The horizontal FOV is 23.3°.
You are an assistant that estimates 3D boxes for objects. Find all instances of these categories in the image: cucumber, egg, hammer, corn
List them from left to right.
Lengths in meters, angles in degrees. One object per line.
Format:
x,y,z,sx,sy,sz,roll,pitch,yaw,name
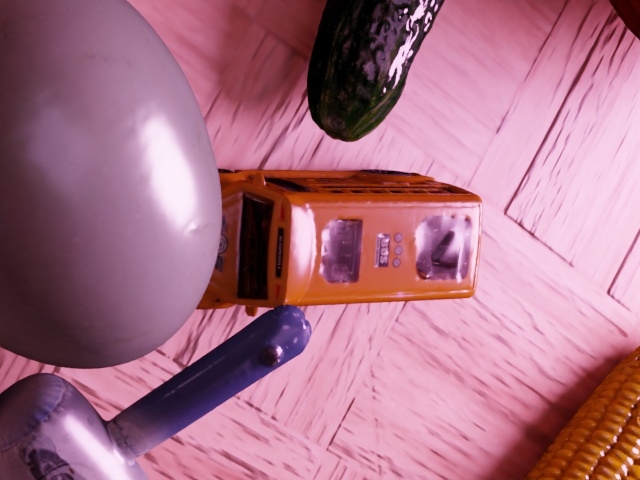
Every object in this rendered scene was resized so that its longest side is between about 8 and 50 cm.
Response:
-0.139,-0.037,0.777,0.168,0.168,0.231,-38,120,-22,egg
-0.090,0.094,0.866,0.194,0.069,0.116,-33,118,1,hammer
0.050,-0.173,0.937,0.074,0.074,0.241,27,85,-34,cucumber
0.191,0.176,1.082,0.313,0.102,0.102,-49,121,-17,corn

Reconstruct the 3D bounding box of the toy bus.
0.000,0.000,0.926,0.194,0.088,0.083,-2,99,-33,toy bus

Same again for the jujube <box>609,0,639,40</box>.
0.288,-0.233,0.961,0.377,0.276,0.276,44,75,-33,jujube
